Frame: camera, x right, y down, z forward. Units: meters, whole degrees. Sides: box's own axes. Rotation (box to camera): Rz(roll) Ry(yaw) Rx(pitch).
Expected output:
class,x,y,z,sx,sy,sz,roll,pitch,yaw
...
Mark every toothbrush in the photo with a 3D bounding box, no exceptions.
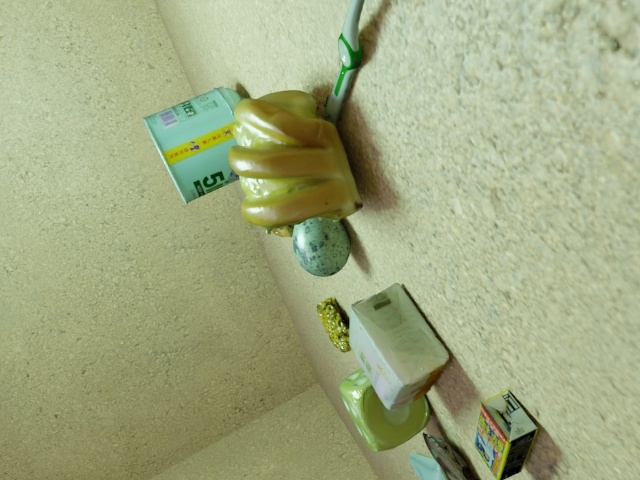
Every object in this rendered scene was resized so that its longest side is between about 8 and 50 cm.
class,x,y,z,sx,sy,sz,roll,pitch,yaw
toothbrush,0.036,-0.251,0.643,0.042,0.040,0.418,58,168,6

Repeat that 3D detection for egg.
class,x,y,z,sx,sy,sz,roll,pitch,yaw
egg,0.000,0.000,1.098,0.132,0.132,0.172,170,85,-77

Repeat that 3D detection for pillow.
class,x,y,z,sx,sy,sz,roll,pitch,yaw
pillow,0.326,0.550,1.080,0.248,0.049,0.135,57,168,10

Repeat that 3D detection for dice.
class,x,y,z,sx,sy,sz,roll,pitch,yaw
dice,0.157,0.402,1.180,0.166,0.169,0.169,64,167,1

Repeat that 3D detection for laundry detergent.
class,x,y,z,sx,sy,sz,roll,pitch,yaw
laundry detergent,-0.339,-0.303,1.459,0.287,0.305,0.287,59,167,22

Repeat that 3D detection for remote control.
class,x,y,z,sx,sy,sz,roll,pitch,yaw
remote control,0.320,0.685,1.372,0.103,0.051,0.293,60,168,14

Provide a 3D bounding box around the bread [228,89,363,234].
class,x,y,z,sx,sy,sz,roll,pitch,yaw
bread,-0.073,-0.142,0.891,0.270,0.211,0.316,67,171,-17

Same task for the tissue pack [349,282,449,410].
class,x,y,z,sx,sy,sz,roll,pitch,yaw
tissue pack,0.148,0.224,0.961,0.185,0.124,0.225,59,167,28

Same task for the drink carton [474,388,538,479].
class,x,y,z,sx,sy,sz,roll,pitch,yaw
drink carton,0.285,0.306,0.735,0.165,0.056,0.071,76,170,-45

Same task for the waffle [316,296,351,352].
class,x,y,z,sx,sy,sz,roll,pitch,yaw
waffle,0.059,0.285,1.592,0.193,0.070,0.197,62,165,8

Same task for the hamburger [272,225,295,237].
class,x,y,z,sx,sy,sz,roll,pitch,yaw
hamburger,-0.115,-0.118,1.299,0.283,0.144,0.156,47,159,59
